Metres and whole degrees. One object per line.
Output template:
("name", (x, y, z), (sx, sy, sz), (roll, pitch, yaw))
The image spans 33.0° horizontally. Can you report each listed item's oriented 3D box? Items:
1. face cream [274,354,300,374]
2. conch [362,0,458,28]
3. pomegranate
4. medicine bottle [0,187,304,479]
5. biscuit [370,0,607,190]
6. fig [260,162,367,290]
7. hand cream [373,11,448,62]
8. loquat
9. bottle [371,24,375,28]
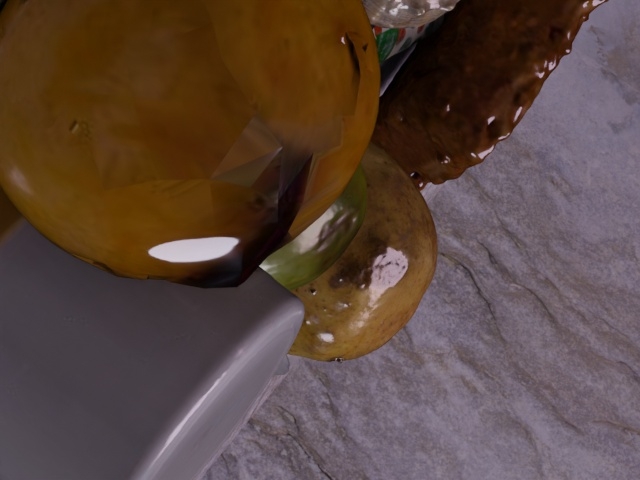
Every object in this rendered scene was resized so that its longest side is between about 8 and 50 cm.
("face cream", (-0.066, 0.072, 1.482), (0.153, 0.177, 0.177), (-49, 170, -26))
("conch", (0.048, -0.255, 0.919), (0.178, 0.163, 0.245), (-29, -171, -31))
("pomegranate", (0.000, 0.000, 1.262), (0.281, 0.281, 0.281), (-51, 171, -11))
("medicine bottle", (-0.167, 0.070, 0.787), (0.238, 0.232, 0.238), (-51, 172, -10))
("biscuit", (0.234, -0.269, 1.554), (0.395, 0.166, 0.342), (-53, -176, -12))
("fig", (-0.065, -0.038, 0.989), (0.230, 0.207, 0.207), (-49, 170, -25))
("hand cream", (0.084, -0.261, 1.368), (0.276, 0.059, 0.095), (-39, 162, -47))
("loquat", (-0.083, -0.085, 0.636), (0.235, 0.235, 0.235), (-51, 171, -11))
("bottle", (0.039, -0.248, 1.097), (0.244, 0.082, 0.072), (-51, 169, -13))
